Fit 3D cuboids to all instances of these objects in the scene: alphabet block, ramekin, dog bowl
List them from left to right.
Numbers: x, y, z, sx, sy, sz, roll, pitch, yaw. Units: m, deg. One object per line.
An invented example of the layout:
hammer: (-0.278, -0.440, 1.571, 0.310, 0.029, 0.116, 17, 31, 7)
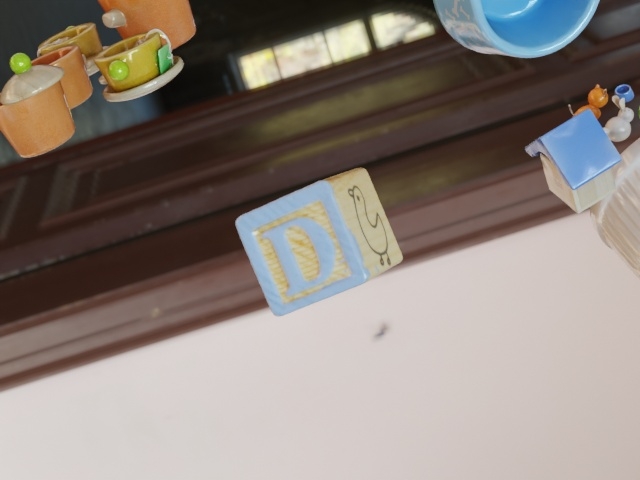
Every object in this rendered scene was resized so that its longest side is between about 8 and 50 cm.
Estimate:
alphabet block: (0.000, 0.000, 2.126, 0.192, 0.193, 0.197, 68, 24, -2)
dog bowl: (0.178, -0.306, 1.162, 0.074, 0.166, 0.297, -126, -166, -60)
ramekin: (0.406, -0.032, 1.316, 0.207, 0.207, 0.109, 71, -6, -52)

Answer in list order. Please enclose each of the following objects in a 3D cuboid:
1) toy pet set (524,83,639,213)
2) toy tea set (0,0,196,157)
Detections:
toy pet set: (0.206, -0.081, 0.883, 0.122, 0.114, 0.065, 50, -12, 49)
toy tea set: (-0.239, -0.209, 1.245, 0.336, 0.200, 0.124, -91, 160, -65)
